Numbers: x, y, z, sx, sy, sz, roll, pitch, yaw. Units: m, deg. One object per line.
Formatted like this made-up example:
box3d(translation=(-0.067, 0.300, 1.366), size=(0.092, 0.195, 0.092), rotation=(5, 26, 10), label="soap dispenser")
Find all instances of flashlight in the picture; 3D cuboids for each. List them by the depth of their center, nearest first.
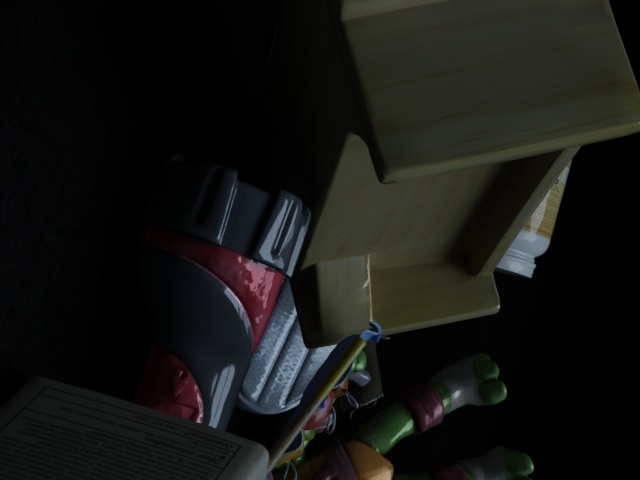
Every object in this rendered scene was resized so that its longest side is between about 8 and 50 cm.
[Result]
box3d(translation=(-0.101, 0.104, 0.930), size=(0.103, 0.103, 0.304), rotation=(58, 52, -79), label="flashlight")

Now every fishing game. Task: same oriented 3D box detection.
box3d(translation=(-0.012, 0.132, 1.020), size=(0.189, 0.041, 0.264), rotation=(-51, 176, -16), label="fishing game")

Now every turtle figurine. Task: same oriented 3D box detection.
box3d(translation=(0.060, 0.188, 1.306), size=(0.266, 0.198, 0.274), rotation=(-16, 142, -27), label="turtle figurine")

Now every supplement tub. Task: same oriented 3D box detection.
box3d(translation=(0.249, -0.061, 2.081), size=(0.144, 0.144, 0.199), rotation=(25, 80, -77), label="supplement tub")

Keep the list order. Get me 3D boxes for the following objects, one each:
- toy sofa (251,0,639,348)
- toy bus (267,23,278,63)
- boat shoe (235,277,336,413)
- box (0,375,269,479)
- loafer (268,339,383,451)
box3d(translation=(0.060, -0.070, 0.966), size=(0.362, 0.150, 0.177), rotation=(109, -32, -69), label="toy sofa")
box3d(translation=(0.049, -0.195, 1.177), size=(0.202, 0.104, 0.190), rotation=(-41, 144, -67), label="toy bus")
box3d(translation=(0.000, 0.000, 1.211), size=(0.094, 0.109, 0.302), rotation=(-6, -130, 58), label="boat shoe")
box3d(translation=(-0.147, 0.197, 0.717), size=(0.311, 0.148, 0.121), rotation=(-47, 150, -61), label="box")
box3d(translation=(0.023, 0.125, 1.465), size=(0.094, 0.087, 0.251), rotation=(16, 90, -77), label="loafer")
